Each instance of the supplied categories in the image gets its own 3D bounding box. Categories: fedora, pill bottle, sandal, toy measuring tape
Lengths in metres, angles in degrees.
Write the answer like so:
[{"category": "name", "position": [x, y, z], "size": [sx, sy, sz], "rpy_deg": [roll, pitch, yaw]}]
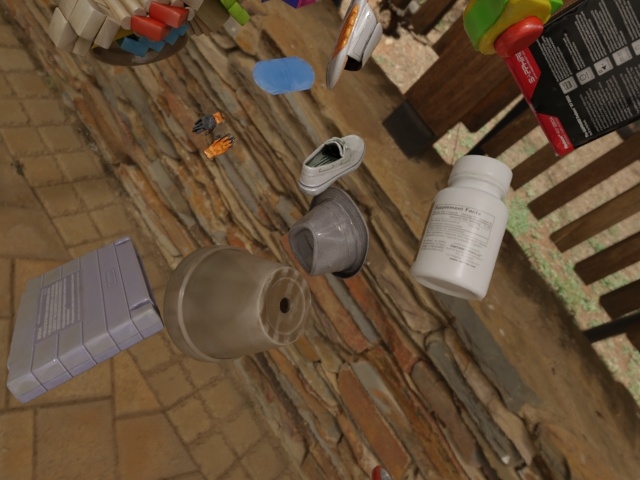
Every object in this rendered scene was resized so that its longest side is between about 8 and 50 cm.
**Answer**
[{"category": "fedora", "position": [0.000, 0.000, 1.117], "size": [0.124, 0.275, 0.243], "rpy_deg": [-23, 74, -27]}, {"category": "pill bottle", "position": [0.251, -0.024, 0.745], "size": [0.131, 0.131, 0.229], "rpy_deg": [27, 78, -26]}, {"category": "sandal", "position": [0.083, -0.398, 0.777], "size": [0.076, 0.265, 0.102], "rpy_deg": [17, 14, -15]}, {"category": "toy measuring tape", "position": [0.230, -0.325, 0.603], "size": [0.330, 0.121, 0.121], "rpy_deg": [-16, 70, -38]}]

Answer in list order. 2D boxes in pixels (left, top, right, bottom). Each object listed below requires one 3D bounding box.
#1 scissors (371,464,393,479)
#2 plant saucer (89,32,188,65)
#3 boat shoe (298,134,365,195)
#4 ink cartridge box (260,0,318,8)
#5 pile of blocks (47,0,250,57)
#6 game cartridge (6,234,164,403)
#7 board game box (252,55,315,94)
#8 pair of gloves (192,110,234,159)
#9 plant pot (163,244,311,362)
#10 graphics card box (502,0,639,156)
[{"category": "scissors", "position": [0.117, 0.422, 0.559], "size": [0.109, 0.021, 0.297], "rpy_deg": [50, 7, -7]}, {"category": "plant saucer", "position": [-0.524, -0.582, 1.233], "size": [0.278, 0.278, 0.041], "rpy_deg": [-21, 95, -51]}, {"category": "boat shoe", "position": [0.035, -0.182, 0.920], "size": [0.083, 0.076, 0.226], "rpy_deg": [25, 50, 16]}, {"category": "ink cartridge box", "position": [0.011, -0.750, 1.163], "size": [0.371, 0.176, 0.069], "rpy_deg": [-33, 81, -28]}, {"category": "pile of blocks", "position": [-0.213, -0.347, 0.652], "size": [0.362, 0.149, 0.112], "rpy_deg": [-33, 66, -13]}, {"category": "game cartridge", "position": [-0.428, 0.116, 0.779], "size": [0.355, 0.230, 0.068], "rpy_deg": [37, -26, 55]}, {"category": "board game box", "position": [-0.100, -0.443, 1.174], "size": [0.169, 0.033, 0.133], "rpy_deg": [-15, 64, -14]}, {"category": "pair of gloves", "position": [-0.221, -0.217, 0.878], "size": [0.083, 0.074, 0.010], "rpy_deg": [63, 14, -8]}, {"category": "plant pot", "position": [-0.189, 0.165, 1.104], "size": [0.323, 0.280, 0.323], "rpy_deg": [6, 82, -50]}, {"category": "graphics card box", "position": [0.536, -0.334, 0.716], "size": [0.233, 0.371, 0.094], "rpy_deg": [54, 36, -11]}]
